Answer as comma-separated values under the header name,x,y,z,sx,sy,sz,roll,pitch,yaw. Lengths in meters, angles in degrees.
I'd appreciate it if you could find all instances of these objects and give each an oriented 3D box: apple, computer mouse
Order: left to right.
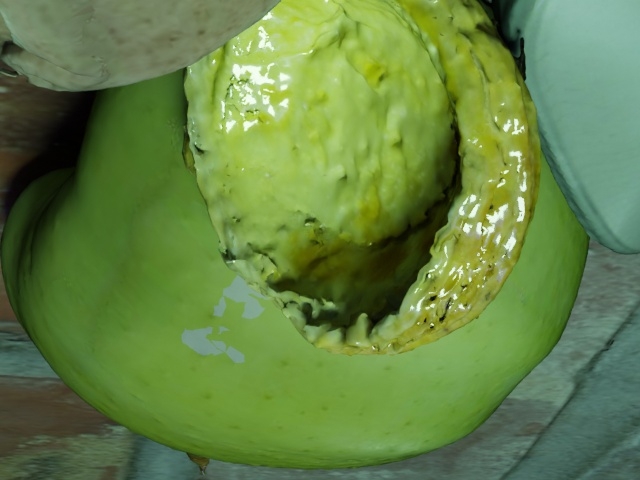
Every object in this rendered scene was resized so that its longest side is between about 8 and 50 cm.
name,x,y,z,sx,sy,sz,roll,pitch,yaw
apple,0.000,0.000,0.880,0.360,0.311,0.320,18,175,-24
computer mouse,0.191,-0.109,0.723,0.197,0.095,0.331,-47,144,-6

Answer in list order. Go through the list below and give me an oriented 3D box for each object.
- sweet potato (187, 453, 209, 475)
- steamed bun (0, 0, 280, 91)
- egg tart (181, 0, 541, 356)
name,x,y,z,sx,sy,sz,roll,pitch,yaw
sweet potato,-0.070,0.124,1.108,0.066,0.072,0.314,18,140,-7
steamed bun,-0.106,-0.212,0.462,0.199,0.301,0.251,-36,144,-21
egg tart,0.022,-0.050,0.640,0.090,0.212,0.212,-15,161,-48
